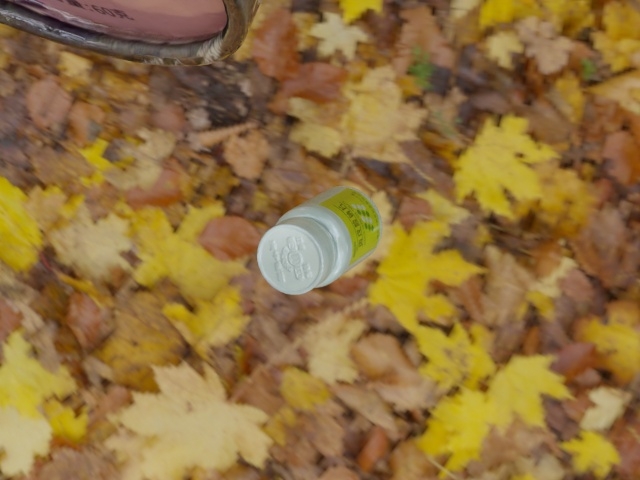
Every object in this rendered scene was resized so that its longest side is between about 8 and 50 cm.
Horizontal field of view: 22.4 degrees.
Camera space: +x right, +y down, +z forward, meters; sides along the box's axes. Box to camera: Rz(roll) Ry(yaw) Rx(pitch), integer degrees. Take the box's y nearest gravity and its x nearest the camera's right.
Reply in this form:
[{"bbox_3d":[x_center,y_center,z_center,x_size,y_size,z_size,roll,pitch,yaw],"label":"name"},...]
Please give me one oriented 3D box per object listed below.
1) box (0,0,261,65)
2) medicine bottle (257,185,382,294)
[{"bbox_3d":[-0.068,-0.140,0.449,0.151,0.151,0.135,27,74,-23],"label":"box"},{"bbox_3d":[0.000,0.000,0.908,0.047,0.083,0.047,6,107,22],"label":"medicine bottle"}]
